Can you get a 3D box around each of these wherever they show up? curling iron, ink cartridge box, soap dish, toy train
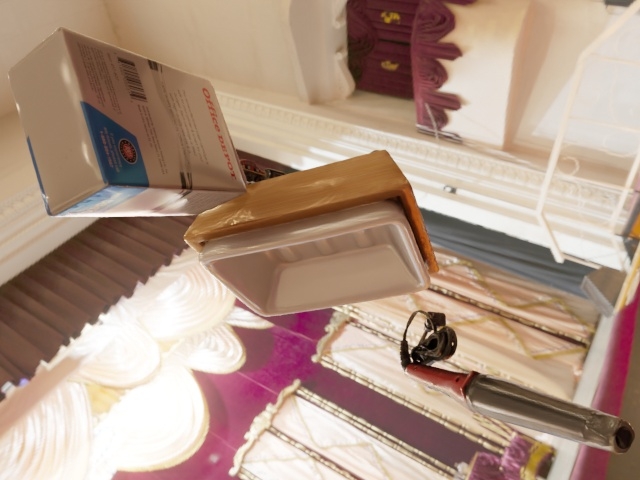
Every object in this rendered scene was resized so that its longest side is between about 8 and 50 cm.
[{"bbox_3d":[0.118,0.101,0.394,0.274,0.035,0.068,-179,99,-79],"label":"curling iron"},{"bbox_3d":[-0.183,-0.105,0.534,0.203,0.086,0.148,-5,-106,-64],"label":"ink cartridge box"},{"bbox_3d":[0.000,0.000,0.713,0.229,0.290,0.118,55,-153,-54],"label":"soap dish"},{"bbox_3d":[-0.100,-0.094,0.721,0.158,0.027,0.036,10,-108,-47],"label":"toy train"}]
